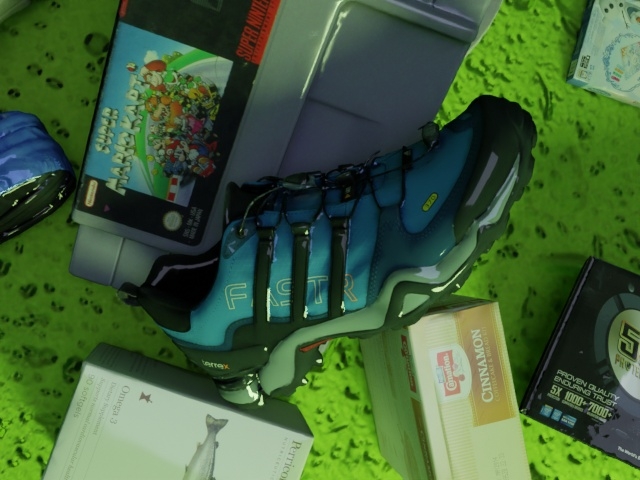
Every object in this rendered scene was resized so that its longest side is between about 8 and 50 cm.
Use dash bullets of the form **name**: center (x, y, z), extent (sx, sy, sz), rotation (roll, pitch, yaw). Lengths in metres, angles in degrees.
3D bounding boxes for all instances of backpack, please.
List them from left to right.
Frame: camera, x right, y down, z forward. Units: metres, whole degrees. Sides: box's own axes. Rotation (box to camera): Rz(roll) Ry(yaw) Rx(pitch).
- **backpack**: center (-0.257, -0.052, 0.623), extent (0.120, 0.098, 0.101), rotation (-28, 90, -7)

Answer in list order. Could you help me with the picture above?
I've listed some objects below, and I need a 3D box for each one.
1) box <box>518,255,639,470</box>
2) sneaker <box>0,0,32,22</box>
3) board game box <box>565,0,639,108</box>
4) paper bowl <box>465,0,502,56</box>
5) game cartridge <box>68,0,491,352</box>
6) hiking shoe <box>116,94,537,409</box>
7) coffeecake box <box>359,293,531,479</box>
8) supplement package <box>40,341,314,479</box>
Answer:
- **box**: center (0.279, 0.118, 0.683), extent (0.180, 0.077, 0.147), rotation (25, 85, 16)
- **sneaker**: center (-0.282, -0.217, 0.619), extent (0.129, 0.111, 0.297), rotation (39, 83, -1)
- **board game box**: center (0.280, -0.175, 0.747), extent (0.090, 0.020, 0.090), rotation (17, 86, -8)
- **paper bowl**: center (0.016, -0.246, 0.645), extent (0.285, 0.148, 0.284), rotation (0, 88, -8)
- **game cartridge**: center (-0.043, -0.087, 0.585), extent (0.230, 0.068, 0.355), rotation (16, 121, -12)
- **hiking shoe**: center (0.000, 0.000, 0.537), extent (0.132, 0.113, 0.304), rotation (40, 115, -21)
- **coffeecake box**: center (0.086, 0.116, 0.629), extent (0.068, 0.185, 0.142), rotation (-11, 91, -9)
- **supplement package**: center (-0.110, 0.162, 0.638), extent (0.179, 0.105, 0.105), rotation (19, 87, -8)
